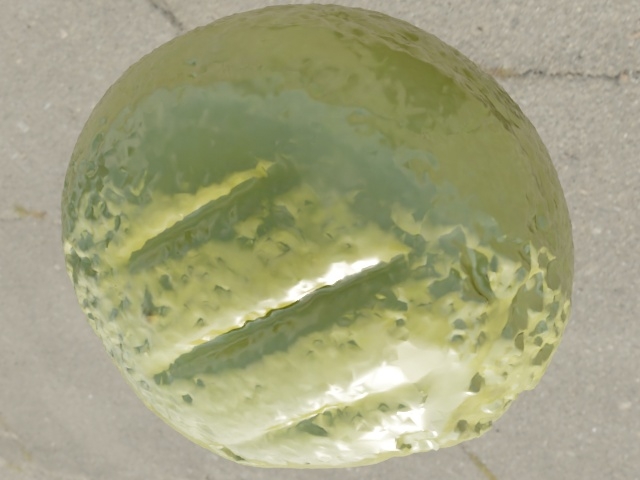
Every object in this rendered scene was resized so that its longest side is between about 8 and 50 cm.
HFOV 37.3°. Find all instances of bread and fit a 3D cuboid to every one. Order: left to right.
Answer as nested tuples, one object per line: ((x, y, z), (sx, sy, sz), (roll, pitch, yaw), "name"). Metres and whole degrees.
((-0.006, 0.003, 0.602), (0.321, 0.237, 0.320), (8, 107, 28), "bread")
